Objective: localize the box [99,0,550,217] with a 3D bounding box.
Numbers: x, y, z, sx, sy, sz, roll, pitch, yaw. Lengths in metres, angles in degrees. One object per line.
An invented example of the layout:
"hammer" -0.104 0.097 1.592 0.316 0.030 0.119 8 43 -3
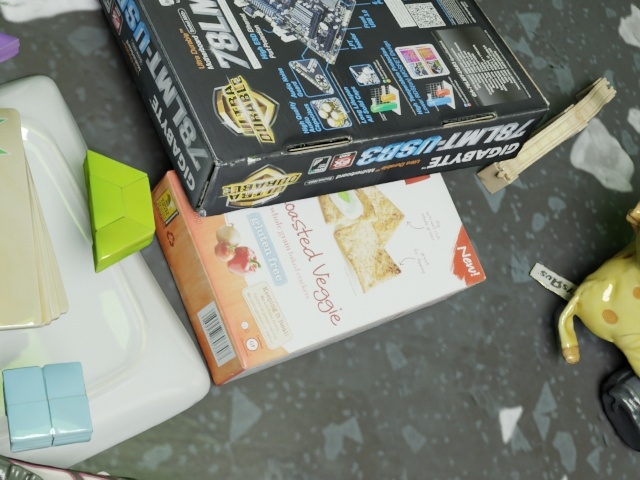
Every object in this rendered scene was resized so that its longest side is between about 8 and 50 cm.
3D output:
"box" -0.012 -0.174 0.813 0.293 0.073 0.295 -13 61 -28

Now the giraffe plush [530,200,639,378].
"giraffe plush" 0.307 0.025 0.858 0.210 0.170 0.181 20 51 -3

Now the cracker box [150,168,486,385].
"cracker box" 0.000 0.000 0.801 0.232 0.067 0.155 -18 80 -31

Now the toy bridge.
"toy bridge" 0.222 -0.104 0.955 0.188 0.063 0.026 -37 91 -33

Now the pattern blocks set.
"pattern blocks set" -0.247 -0.015 0.633 0.286 0.026 0.324 4 55 -16

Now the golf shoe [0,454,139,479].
"golf shoe" -0.160 0.188 0.629 0.273 0.120 0.105 21 89 -16

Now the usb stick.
"usb stick" 0.368 0.108 0.962 0.278 0.045 0.077 -26 84 -32

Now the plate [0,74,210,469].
"plate" -0.241 0.036 0.680 0.278 0.045 0.277 -25 85 -31
